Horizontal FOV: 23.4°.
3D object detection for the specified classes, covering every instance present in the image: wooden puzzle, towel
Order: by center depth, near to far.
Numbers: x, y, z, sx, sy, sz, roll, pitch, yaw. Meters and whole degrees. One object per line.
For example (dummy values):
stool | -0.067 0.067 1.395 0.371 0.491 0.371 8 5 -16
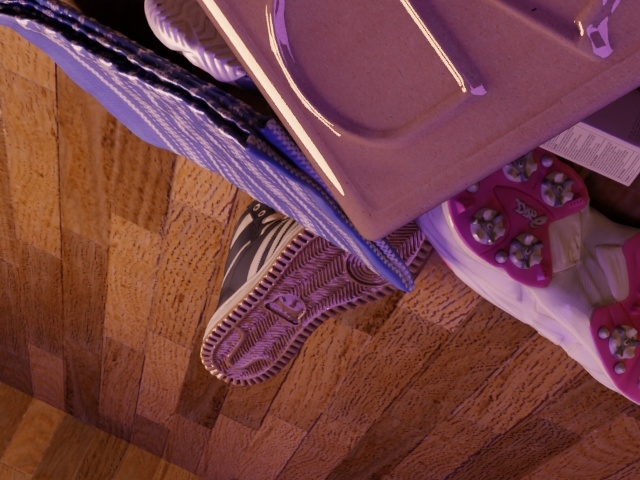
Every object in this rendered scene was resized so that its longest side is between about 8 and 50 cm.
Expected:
wooden puzzle | 0.028 -0.188 0.718 0.322 0.080 0.348 55 148 -2
towel | -0.096 -0.080 1.190 0.336 0.040 0.243 32 172 39

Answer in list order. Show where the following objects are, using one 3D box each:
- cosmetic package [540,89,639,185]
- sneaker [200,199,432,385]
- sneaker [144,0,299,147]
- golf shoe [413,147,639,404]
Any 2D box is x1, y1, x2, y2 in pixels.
cosmetic package | 0.166 -0.085 1.020 0.115 0.041 0.060 25 160 2
sneaker | 0.000 0.000 1.366 0.099 0.153 0.282 36 127 -19
sneaker | -0.016 -0.105 1.105 0.235 0.094 0.153 15 151 1
golf shoe | 0.187 0.024 1.193 0.306 0.115 0.140 43 165 -23
